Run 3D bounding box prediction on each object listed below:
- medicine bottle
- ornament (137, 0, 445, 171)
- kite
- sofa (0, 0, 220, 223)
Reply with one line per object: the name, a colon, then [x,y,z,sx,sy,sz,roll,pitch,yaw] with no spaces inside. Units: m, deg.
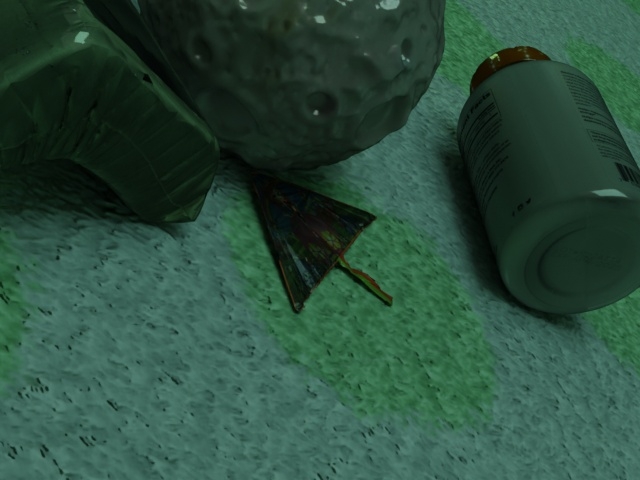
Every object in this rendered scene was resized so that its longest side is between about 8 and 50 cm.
medicine bottle: [0.227,-0.076,1.078,0.157,0.157,0.288,24,35,-27]
ornament: [-0.017,-0.189,0.882,0.259,0.225,0.259,28,33,-20]
kite: [0.000,0.000,0.875,0.159,0.010,0.190,44,33,0]
sofa: [-0.203,-0.102,0.712,0.210,0.176,0.225,56,5,22]
